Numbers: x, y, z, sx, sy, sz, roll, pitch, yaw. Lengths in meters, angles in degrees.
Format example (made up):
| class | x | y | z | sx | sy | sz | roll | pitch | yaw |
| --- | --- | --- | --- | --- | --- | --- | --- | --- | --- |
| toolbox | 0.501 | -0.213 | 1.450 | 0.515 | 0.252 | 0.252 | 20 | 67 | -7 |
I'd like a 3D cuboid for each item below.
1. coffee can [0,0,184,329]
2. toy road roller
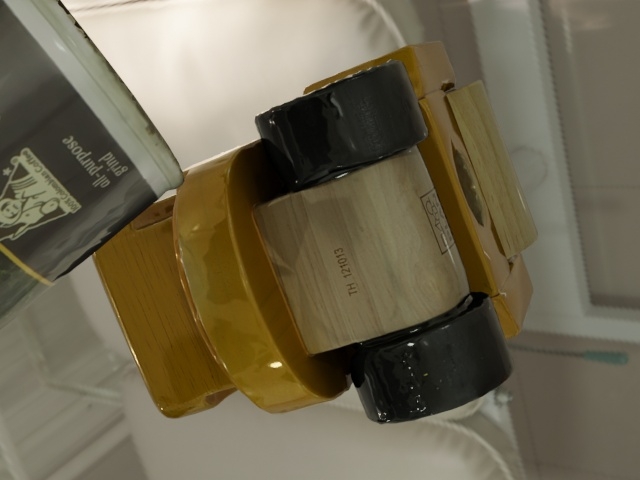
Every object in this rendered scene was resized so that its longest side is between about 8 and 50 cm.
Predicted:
| class | x | y | z | sx | sy | sz | roll | pitch | yaw |
| --- | --- | --- | --- | --- | --- | --- | --- | --- | --- |
| coffee can | -0.217 | -0.011 | 0.383 | 0.201 | 0.275 | 0.201 | 48 | 173 | 8 |
| toy road roller | 0.000 | 0.000 | 0.736 | 0.240 | 0.329 | 0.203 | -19 | 96 | 22 |
